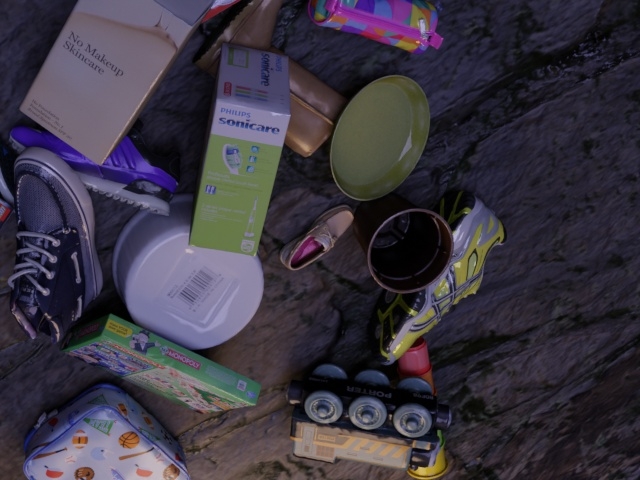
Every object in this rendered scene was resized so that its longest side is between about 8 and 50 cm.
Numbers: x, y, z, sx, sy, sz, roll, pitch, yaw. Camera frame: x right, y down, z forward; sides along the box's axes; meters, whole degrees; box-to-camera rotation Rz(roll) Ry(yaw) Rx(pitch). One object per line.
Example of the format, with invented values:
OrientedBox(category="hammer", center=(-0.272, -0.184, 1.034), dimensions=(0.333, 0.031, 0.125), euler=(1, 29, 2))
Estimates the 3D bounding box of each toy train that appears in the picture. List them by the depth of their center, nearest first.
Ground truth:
OrientedBox(category="toy train", center=(0.091, 0.366, 1.870), dimensions=(0.334, 0.142, 0.190), euler=(8, 116, 3))

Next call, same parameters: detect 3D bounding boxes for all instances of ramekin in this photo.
OrientedBox(category="ramekin", center=(-0.234, 0.064, 1.685), dimensions=(0.277, 0.135, 0.277), euler=(-6, 114, -15))

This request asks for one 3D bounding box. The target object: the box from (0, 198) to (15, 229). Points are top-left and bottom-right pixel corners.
OrientedBox(category="box", center=(-0.600, 0.003, 1.494), dimensions=(0.114, 0.036, 0.207), euler=(38, 72, -25))

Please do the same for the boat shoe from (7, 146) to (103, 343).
OrientedBox(category="boat shoe", center=(-0.453, 0.022, 1.529), dimensions=(0.127, 0.158, 0.340), euler=(9, 134, 16))

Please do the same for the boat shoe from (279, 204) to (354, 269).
OrientedBox(category="boat shoe", center=(0.000, 0.000, 1.771), dimensions=(0.170, 0.059, 0.063), euler=(-40, 117, 2))

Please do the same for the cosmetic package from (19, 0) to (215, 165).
OrientedBox(category="cosmetic package", center=(-0.312, -0.280, 1.403), dimensions=(0.160, 0.113, 0.309), euler=(35, 128, -10))

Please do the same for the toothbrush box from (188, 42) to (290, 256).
OrientedBox(category="toothbrush box", center=(-0.135, -0.150, 1.541), dimensions=(0.122, 0.206, 0.283), euler=(10, 126, -10))

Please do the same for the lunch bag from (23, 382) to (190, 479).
OrientedBox(category="lunch bag", center=(-0.420, 0.430, 1.793), dimensions=(0.243, 0.115, 0.303), euler=(-37, 118, 3))

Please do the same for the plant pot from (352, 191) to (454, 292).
OrientedBox(category="plant pot", center=(0.144, -0.010, 1.752), dimensions=(0.167, 0.165, 0.167), euler=(-6, 113, -14))

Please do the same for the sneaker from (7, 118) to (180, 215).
OrientedBox(category="sneaker", center=(-0.373, -0.157, 1.580), dimensions=(0.293, 0.102, 0.146), euler=(22, 85, -16))

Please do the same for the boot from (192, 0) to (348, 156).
OrientedBox(category="boot", center=(-0.053, -0.310, 1.617), dimensions=(0.269, 0.089, 0.236), euler=(36, 111, -25))

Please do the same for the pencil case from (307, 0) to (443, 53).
OrientedBox(category="pencil case", center=(0.097, -0.390, 1.593), dimensions=(0.236, 0.104, 0.104), euler=(7, 109, -31))

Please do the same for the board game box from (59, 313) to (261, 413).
OrientedBox(category="board game box", center=(-0.295, 0.234, 1.704), dimensions=(0.317, 0.213, 0.046), euler=(30, 61, -26))

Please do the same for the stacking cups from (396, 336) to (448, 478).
OrientedBox(category="stacking cups", center=(0.206, 0.349, 1.972), dimensions=(0.096, 0.096, 0.316), euler=(-15, 110, -11))

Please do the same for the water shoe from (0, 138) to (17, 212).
OrientedBox(category="water shoe", center=(-0.562, -0.128, 1.556), dimensions=(0.080, 0.073, 0.203), euler=(-13, 121, 20))

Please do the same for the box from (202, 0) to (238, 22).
OrientedBox(category="box", center=(-0.228, -0.415, 1.495), dimensions=(0.257, 0.122, 0.128), euler=(-32, 116, -2))

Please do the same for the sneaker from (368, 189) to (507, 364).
OrientedBox(category="sneaker", center=(0.235, 0.095, 1.836), dimensions=(0.147, 0.145, 0.384), euler=(28, 103, -24))

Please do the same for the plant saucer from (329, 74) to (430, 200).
OrientedBox(category="plant saucer", center=(0.102, -0.191, 1.698), dimensions=(0.241, 0.037, 0.241), euler=(-22, 128, -32))
